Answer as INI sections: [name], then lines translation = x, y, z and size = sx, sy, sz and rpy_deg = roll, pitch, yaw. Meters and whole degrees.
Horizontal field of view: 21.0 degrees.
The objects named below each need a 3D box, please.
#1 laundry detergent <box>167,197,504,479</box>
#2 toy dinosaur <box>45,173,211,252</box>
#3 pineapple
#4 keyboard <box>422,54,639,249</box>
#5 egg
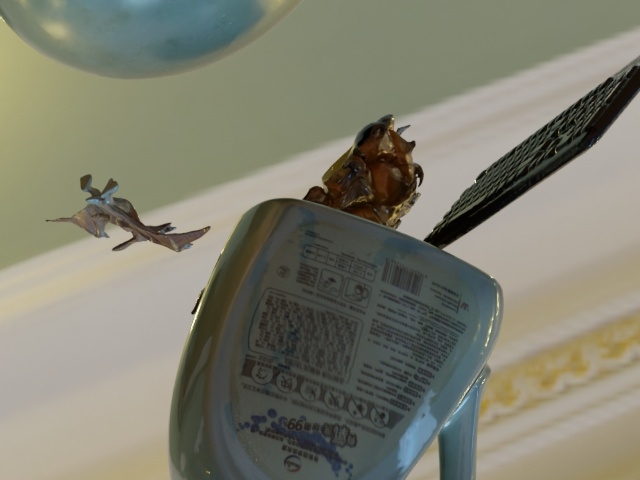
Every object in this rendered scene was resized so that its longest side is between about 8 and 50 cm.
[laundry detergent]
translation = 0.007, 0.131, 1.090
size = 0.215, 0.105, 0.280
rpy_deg = 21, -114, -21
[toy dinosaur]
translation = -0.186, -0.021, 1.621
size = 0.220, 0.108, 0.032
rpy_deg = 7, -115, 39
[pineapple]
translation = 0.000, 0.000, 1.273
size = 0.076, 0.225, 0.225
rpy_deg = 44, -122, -1
[keyboard]
translation = 0.127, -0.036, 1.182
size = 0.041, 0.381, 0.103
rpy_deg = 40, -114, 3
[egg]
translation = -0.101, -0.283, 1.241
size = 0.276, 0.276, 0.389
rpy_deg = 14, -127, 27
